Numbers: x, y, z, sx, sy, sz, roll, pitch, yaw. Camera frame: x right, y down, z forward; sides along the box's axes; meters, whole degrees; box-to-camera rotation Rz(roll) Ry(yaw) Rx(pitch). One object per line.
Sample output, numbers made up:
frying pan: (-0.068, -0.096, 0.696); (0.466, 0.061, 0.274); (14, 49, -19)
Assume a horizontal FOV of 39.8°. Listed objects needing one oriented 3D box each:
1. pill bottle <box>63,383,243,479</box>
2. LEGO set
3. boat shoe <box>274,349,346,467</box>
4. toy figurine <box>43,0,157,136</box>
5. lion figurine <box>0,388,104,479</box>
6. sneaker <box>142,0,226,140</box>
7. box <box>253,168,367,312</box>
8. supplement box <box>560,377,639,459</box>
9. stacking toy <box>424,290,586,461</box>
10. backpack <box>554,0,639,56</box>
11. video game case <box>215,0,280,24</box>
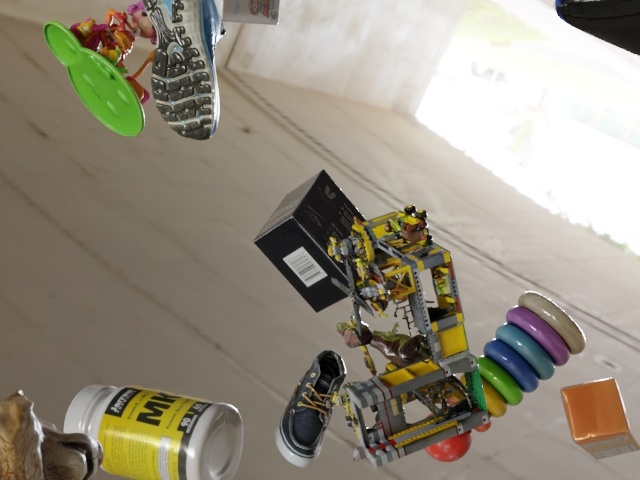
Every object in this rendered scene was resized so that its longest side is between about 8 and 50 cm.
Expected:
pill bottle: (-0.215, 0.250, 1.136); (0.209, 0.119, 0.119); (6, -173, 23)
LEGO set: (0.071, 0.132, 1.166); (0.192, 0.331, 0.255); (-18, -155, -13)
boat shoe: (-0.011, 0.219, 1.190); (0.065, 0.083, 0.183); (26, -156, -6)
toy figurine: (-0.237, -0.247, 1.134); (0.173, 0.159, 0.130); (49, 150, -11)
lion figurine: (-0.259, 0.303, 0.590); (0.142, 0.392, 0.240); (20, 176, -21)
sneaker: (-0.104, -0.168, 0.767); (0.063, 0.162, 0.073); (3, -166, 30)
box: (0.000, 0.000, 1.388); (0.156, 0.093, 0.158); (49, -145, -13)
supplement box: (0.398, 0.254, 1.245); (0.233, 0.080, 0.078); (41, -144, -62)
stacking toy: (0.297, 0.246, 1.527); (0.141, 0.330, 0.141); (45, 174, 6)
backpack: (0.195, -0.173, 0.482); (0.098, 0.101, 0.120); (13, 153, -20)
video game case: (-0.105, -0.405, 1.325); (0.019, 0.157, 0.143); (13, -164, 31)
